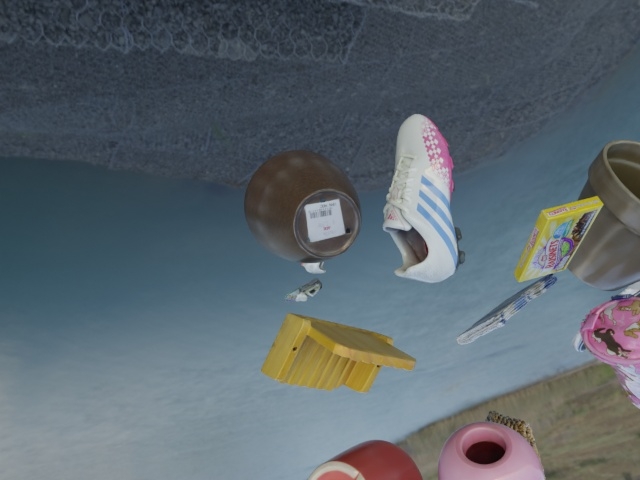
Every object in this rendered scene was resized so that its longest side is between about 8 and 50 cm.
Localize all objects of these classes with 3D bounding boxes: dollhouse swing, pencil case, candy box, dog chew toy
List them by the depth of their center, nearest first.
[{"bbox_3d":[0.433,0.004,0.926,0.105,0.027,0.206,-13,144,-3],"label":"candy box"},{"bbox_3d":[0.365,0.545,1.045,0.206,0.207,0.332,-19,113,-2],"label":"dog chew toy"},{"bbox_3d":[0.709,0.264,1.100,0.160,0.167,0.386,-31,131,25],"label":"pencil case"},{"bbox_3d":[0.063,0.399,1.526,0.346,0.305,0.315,18,105,-30],"label":"dollhouse swing"}]

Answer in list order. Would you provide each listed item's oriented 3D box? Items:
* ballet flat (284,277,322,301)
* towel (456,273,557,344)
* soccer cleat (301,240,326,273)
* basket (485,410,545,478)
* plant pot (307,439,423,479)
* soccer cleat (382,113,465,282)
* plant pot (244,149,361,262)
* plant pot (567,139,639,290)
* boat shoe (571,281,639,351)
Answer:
[{"bbox_3d":[-0.039,0.136,1.310,0.114,0.041,0.041,-28,160,-32],"label":"ballet flat"},{"bbox_3d":[0.529,0.198,1.426,0.284,0.034,0.209,-26,165,-31],"label":"towel"},{"bbox_3d":[0.000,0.000,1.461,0.076,0.197,0.068,11,-178,19],"label":"soccer cleat"},{"bbox_3d":[0.546,0.618,1.370,0.299,0.222,0.214,-15,120,-68],"label":"basket"},{"bbox_3d":[0.097,0.649,1.253,0.274,0.275,0.243,-30,151,19],"label":"plant pot"},{"bbox_3d":[0.176,-0.085,0.938,0.143,0.332,0.116,-4,168,-26],"label":"soccer cleat"},{"bbox_3d":[-0.016,-0.047,0.869,0.215,0.216,0.230,-14,-167,-10],"label":"plant pot"},{"bbox_3d":[0.740,-0.035,1.207,0.322,0.323,0.281,-6,142,-25],"label":"plant pot"},{"bbox_3d":[0.821,0.234,1.382,0.108,0.102,0.301,-6,138,-34],"label":"boat shoe"}]
